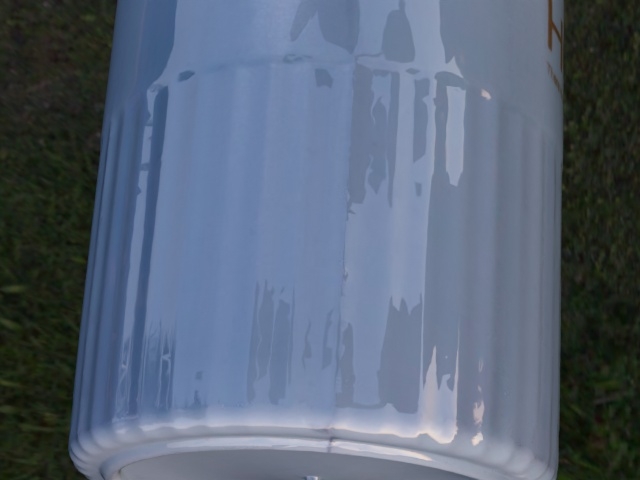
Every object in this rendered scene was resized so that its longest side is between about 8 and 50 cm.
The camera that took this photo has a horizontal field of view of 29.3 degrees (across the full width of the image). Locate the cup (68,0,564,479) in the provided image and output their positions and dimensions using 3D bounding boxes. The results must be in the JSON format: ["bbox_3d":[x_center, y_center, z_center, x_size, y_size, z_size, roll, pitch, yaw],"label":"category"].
[{"bbox_3d":[-0.016,-0.006,0.687,0.331,0.256,0.311,-28,51,51],"label":"cup"}]
